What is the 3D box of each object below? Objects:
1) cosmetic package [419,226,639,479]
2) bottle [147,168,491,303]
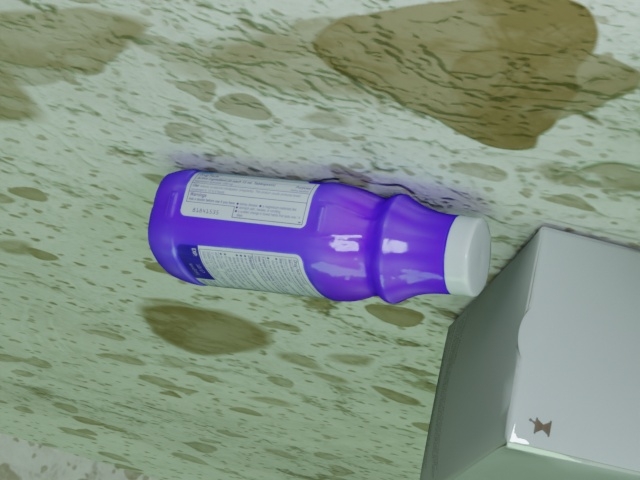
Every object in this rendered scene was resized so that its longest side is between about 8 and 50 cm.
[{"bbox_3d":[0.206,0.139,1.677,0.155,0.197,0.365,14,164,-6],"label":"cosmetic package"},{"bbox_3d":[0.000,0.000,1.558,0.283,0.092,0.118,6,162,22],"label":"bottle"}]
